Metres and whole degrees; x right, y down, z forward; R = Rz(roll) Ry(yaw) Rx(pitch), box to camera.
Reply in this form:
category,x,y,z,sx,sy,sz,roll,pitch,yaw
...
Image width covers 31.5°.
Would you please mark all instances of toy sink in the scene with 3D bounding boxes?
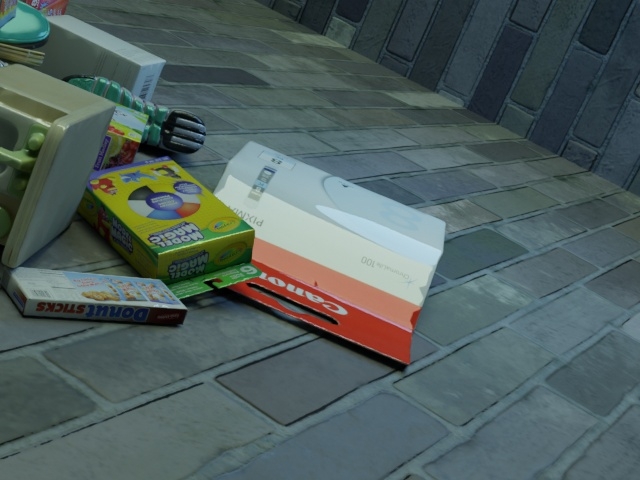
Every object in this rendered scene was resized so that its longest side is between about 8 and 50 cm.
category,x,y,z,sx,sy,sz,roll,pitch,yaw
toy sink,-0.316,-0.085,1.157,0.131,0.152,0.234,22,13,-3

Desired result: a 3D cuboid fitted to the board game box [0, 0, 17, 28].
category,x,y,z,sx,sy,sz,roll,pitch,yaw
board game box,-0.514,-0.357,1.383,0.275,0.142,0.144,9,17,-9

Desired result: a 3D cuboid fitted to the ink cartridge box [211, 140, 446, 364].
category,x,y,z,sx,sy,sz,roll,pitch,yaw
ink cartridge box,0.000,0.000,1.449,0.308,0.091,0.385,24,16,0

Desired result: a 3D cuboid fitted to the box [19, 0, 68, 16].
category,x,y,z,sx,sy,sz,roll,pitch,yaw
box,-0.570,-0.396,1.787,0.300,0.142,0.154,26,19,8

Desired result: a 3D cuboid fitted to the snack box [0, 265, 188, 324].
category,x,y,z,sx,sy,sz,roll,pitch,yaw
snack box,-0.221,0.055,1.119,0.178,0.022,0.064,8,22,-41

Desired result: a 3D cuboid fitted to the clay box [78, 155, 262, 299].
category,x,y,z,sx,sy,sz,roll,pitch,yaw
clay box,-0.171,-0.018,1.287,0.127,0.053,0.222,-16,38,-35

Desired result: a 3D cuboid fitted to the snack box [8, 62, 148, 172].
category,x,y,z,sx,sy,sz,roll,pitch,yaw
snack box,-0.340,-0.157,1.500,0.207,0.070,0.174,21,14,-10

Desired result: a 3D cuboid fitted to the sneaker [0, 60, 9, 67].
category,x,y,z,sx,sy,sz,roll,pitch,yaw
sneaker,-0.475,-0.156,1.217,0.210,0.137,0.366,21,15,-1

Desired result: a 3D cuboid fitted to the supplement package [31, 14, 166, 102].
category,x,y,z,sx,sy,sz,roll,pitch,yaw
supplement package,-0.350,-0.264,1.746,0.179,0.105,0.105,26,18,6

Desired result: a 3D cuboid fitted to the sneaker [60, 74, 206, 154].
category,x,y,z,sx,sy,sz,roll,pitch,yaw
sneaker,-0.283,-0.175,1.661,0.224,0.083,0.098,21,-6,-17

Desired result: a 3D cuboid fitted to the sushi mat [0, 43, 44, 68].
category,x,y,z,sx,sy,sz,roll,pitch,yaw
sushi mat,-0.548,-0.263,1.518,0.317,0.019,0.151,8,-10,-40

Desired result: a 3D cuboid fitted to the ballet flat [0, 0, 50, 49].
category,x,y,z,sx,sy,sz,roll,pitch,yaw
ballet flat,-0.523,-0.307,1.581,0.281,0.096,0.095,8,62,-39
